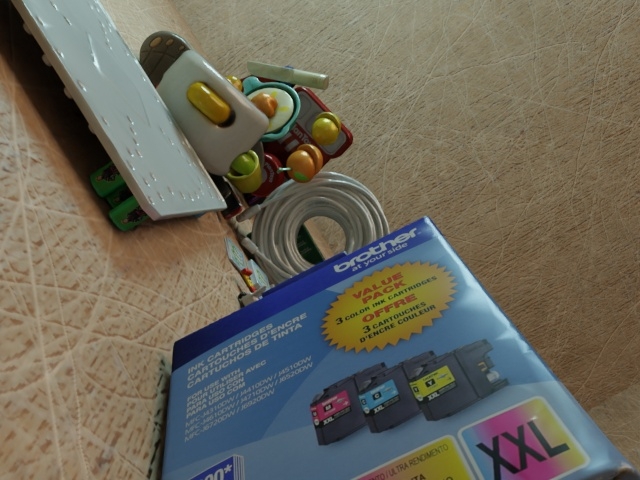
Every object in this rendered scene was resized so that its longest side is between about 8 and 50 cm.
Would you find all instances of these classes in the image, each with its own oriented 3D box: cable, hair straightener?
[{"bbox_3d":[0.000,0.000,1.288,0.257,0.257,0.089,54,-8,7],"label":"cable"},{"bbox_3d":[-0.205,-0.134,1.251,0.089,0.047,0.230,55,6,-43],"label":"hair straightener"}]

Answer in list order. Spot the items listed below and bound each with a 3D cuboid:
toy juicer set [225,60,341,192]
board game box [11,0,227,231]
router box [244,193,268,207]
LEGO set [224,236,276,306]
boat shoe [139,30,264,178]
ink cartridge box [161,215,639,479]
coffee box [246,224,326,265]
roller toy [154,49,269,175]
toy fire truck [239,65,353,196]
[{"bbox_3d":[-0.066,-0.246,1.297,0.089,0.209,0.329,68,22,-58],"label":"toy juicer set"},{"bbox_3d":[-0.273,-0.191,0.864,0.390,0.050,0.390,58,5,-2],"label":"board game box"},{"bbox_3d":[-0.143,-0.098,1.713,0.179,0.046,0.133,52,8,-53],"label":"router box"},{"bbox_3d":[-0.072,0.100,1.098,0.182,0.060,0.244,51,8,-31],"label":"LEGO set"},{"bbox_3d":[-0.232,-0.280,1.420,0.355,0.132,0.130,58,4,-24],"label":"boat shoe"},{"bbox_3d":[0.029,0.141,0.524,0.151,0.270,0.395,62,2,-23],"label":"ink cartridge box"},{"bbox_3d":[-0.053,0.038,1.354,0.184,0.113,0.040,57,5,8],"label":"coffee box"},{"bbox_3d":[-0.189,-0.220,1.155,0.191,0.146,0.209,47,7,32],"label":"roller toy"},{"bbox_3d":[-0.101,-0.257,1.579,0.302,0.254,0.169,49,20,6],"label":"toy fire truck"}]
